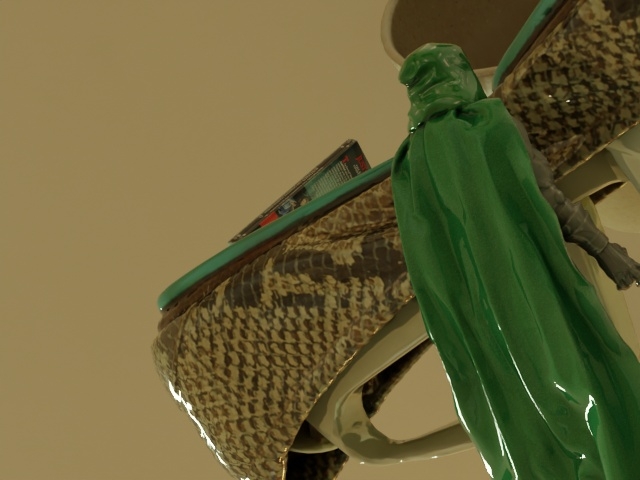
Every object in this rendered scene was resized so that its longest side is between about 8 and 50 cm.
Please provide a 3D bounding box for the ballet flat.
[{"bbox_3d":[0.115,-0.017,0.892,0.164,0.483,0.182,-8,-118,-58],"label":"ballet flat"}]

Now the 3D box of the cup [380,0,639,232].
[{"bbox_3d":[0.250,-0.148,1.487,0.331,0.331,0.237,-46,-59,-21],"label":"cup"}]

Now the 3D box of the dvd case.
[{"bbox_3d":[0.000,0.000,1.245,0.119,0.013,0.087,-42,-62,-23],"label":"dvd case"}]

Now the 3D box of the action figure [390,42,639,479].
[{"bbox_3d":[0.088,0.024,0.783,0.063,0.137,0.232,-22,-90,-40],"label":"action figure"}]
